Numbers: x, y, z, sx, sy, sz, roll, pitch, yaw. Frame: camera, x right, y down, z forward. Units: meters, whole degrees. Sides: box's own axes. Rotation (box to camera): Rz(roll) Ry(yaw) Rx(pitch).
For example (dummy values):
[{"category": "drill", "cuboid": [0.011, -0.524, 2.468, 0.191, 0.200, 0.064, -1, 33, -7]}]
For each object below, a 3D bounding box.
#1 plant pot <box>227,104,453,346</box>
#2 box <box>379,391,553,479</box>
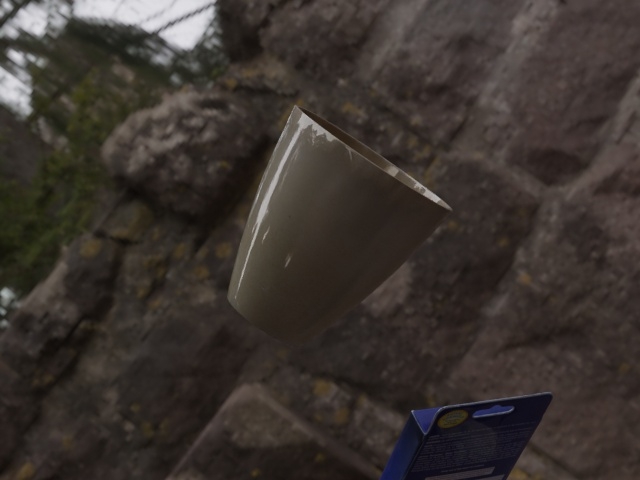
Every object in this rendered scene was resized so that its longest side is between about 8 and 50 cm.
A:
[{"category": "plant pot", "cuboid": [0.000, 0.000, 1.654, 0.274, 0.256, 0.256, -57, -9, 8]}, {"category": "box", "cuboid": [0.130, 0.221, 1.196, 0.136, 0.036, 0.225, -3, -46, -27]}]
